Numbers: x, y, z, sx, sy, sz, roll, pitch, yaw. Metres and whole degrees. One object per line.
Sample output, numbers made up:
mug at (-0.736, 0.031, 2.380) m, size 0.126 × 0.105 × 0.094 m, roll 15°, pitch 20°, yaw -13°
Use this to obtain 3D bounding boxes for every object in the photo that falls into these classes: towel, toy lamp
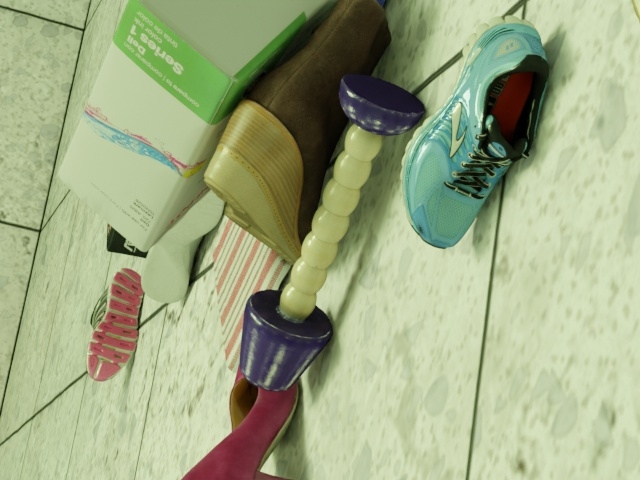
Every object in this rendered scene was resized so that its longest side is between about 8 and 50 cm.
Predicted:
towel at (-0.066, 0.020, 1.586) m, size 0.197 × 0.029 × 0.144 m, roll -102°, pitch 31°, yaw -52°
toy lamp at (0.000, 0.000, 1.286) m, size 0.080 × 0.080 × 0.274 m, roll -109°, pitch 37°, yaw -62°

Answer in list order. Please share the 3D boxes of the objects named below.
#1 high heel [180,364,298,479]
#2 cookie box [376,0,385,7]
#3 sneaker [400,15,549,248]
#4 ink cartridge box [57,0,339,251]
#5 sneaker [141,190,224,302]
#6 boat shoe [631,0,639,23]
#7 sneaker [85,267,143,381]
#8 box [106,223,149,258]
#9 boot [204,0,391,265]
high heel at (-0.083, 0.163, 1.348) m, size 0.244 × 0.117 × 0.082 m, roll -97°, pitch 26°, yaw -51°
cookie box at (0.042, -0.260, 1.435) m, size 0.107 × 0.040 × 0.092 m, roll -100°, pitch 30°, yaw -53°
sneaker at (0.102, -0.064, 1.031) m, size 0.073 × 0.063 × 0.162 m, roll -114°, pitch 41°, yaw -60°
ink cartridge box at (-0.103, -0.147, 1.400) m, size 0.201 × 0.117 × 0.278 m, roll -48°, pitch -4°, yaw -37°
sneaker at (-0.163, -0.030, 1.873) m, size 0.094 × 0.080 × 0.212 m, roll -77°, pitch 10°, yaw -52°
boat shoe at (0.204, -0.177, 0.720) m, size 0.092 × 0.103 × 0.285 m, roll 120°, pitch 164°, yaw -55°
sneaker at (-0.285, 0.124, 2.159) m, size 0.075 × 0.063 × 0.170 m, roll 129°, pitch 156°, yaw -54°
box at (-0.228, -0.145, 2.084) m, size 0.270 × 0.060 × 0.216 m, roll -96°, pitch 22°, yaw -44°
boot at (0.001, -0.091, 1.359) m, size 0.207 × 0.090 × 0.248 m, roll -52°, pitch -18°, yaw -7°
